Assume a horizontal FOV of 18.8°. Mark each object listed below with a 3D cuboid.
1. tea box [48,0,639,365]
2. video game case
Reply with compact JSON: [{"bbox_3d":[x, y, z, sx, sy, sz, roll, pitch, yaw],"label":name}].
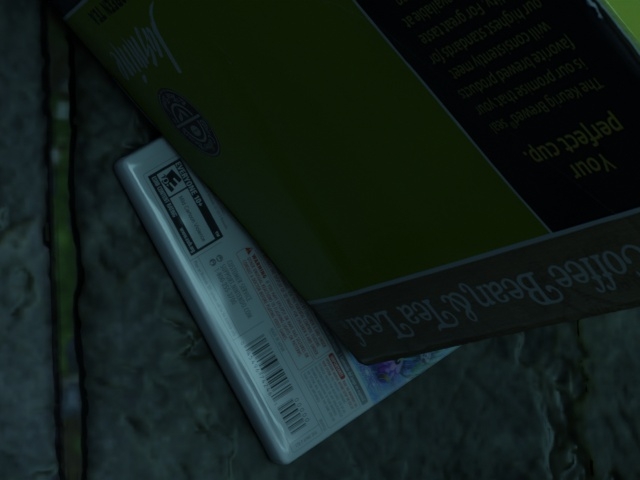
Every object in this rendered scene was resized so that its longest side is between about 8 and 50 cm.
[{"bbox_3d":[0.051,-0.148,0.739,0.220,0.329,0.323,-43,100,-24],"label":"tea box"},{"bbox_3d":[0.000,0.000,0.890,0.143,0.019,0.157,-32,100,-26],"label":"video game case"}]
